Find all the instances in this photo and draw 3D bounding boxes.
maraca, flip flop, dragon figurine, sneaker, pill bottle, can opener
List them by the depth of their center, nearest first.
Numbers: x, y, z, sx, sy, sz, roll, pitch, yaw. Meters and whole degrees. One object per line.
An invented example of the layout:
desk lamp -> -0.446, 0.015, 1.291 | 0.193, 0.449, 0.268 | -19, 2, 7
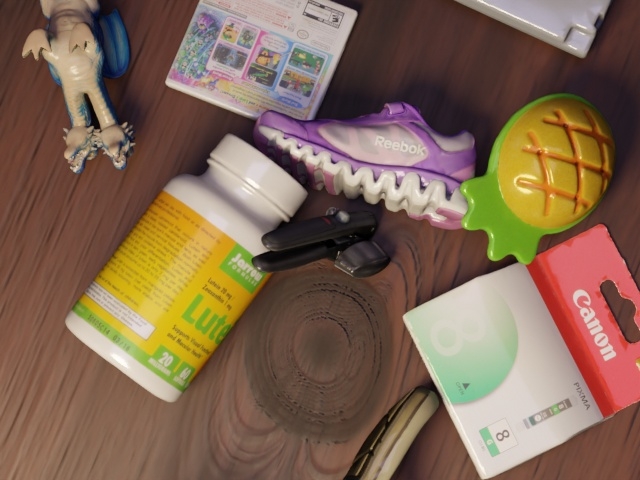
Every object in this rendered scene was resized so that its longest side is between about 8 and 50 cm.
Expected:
flip flop -> 0.043, 0.268, 1.682 | 0.080, 0.112, 0.277 | 36, 80, -7
can opener -> 0.000, 0.000, 1.686 | 0.073, 0.186, 0.059 | 31, 109, 32
pill bottle -> -0.124, 0.022, 1.701 | 0.136, 0.136, 0.245 | 36, 86, 8
maraca -> 0.214, -0.061, 1.704 | 0.185, 0.099, 0.127 | -45, 103, -14
sneaker -> 0.053, -0.093, 1.735 | 0.236, 0.095, 0.104 | 17, 79, 0
dragon figurine -> -0.244, -0.208, 1.767 | 0.085, 0.144, 0.289 | -11, 62, 4

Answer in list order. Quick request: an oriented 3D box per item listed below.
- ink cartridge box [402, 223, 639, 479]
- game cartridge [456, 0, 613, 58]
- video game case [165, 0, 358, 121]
ink cartridge box -> 0.219, 0.106, 1.712 | 0.225, 0.056, 0.181 | -27, 81, 1
game cartridge -> 0.243, -0.355, 1.775 | 0.198, 0.062, 0.297 | 26, 84, 11
video game case -> -0.060, -0.196, 1.788 | 0.157, 0.019, 0.143 | 22, 84, 6
